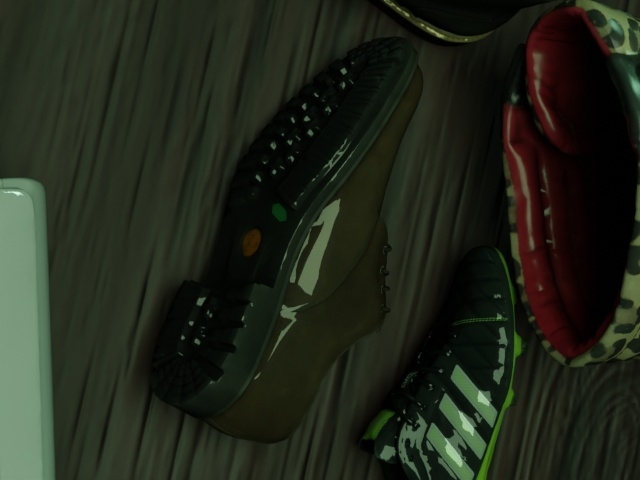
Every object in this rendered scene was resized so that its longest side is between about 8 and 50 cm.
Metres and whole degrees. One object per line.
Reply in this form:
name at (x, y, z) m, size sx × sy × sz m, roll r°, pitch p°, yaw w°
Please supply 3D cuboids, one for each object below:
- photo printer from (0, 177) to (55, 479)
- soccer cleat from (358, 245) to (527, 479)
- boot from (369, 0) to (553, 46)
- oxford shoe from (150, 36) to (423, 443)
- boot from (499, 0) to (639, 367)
photo printer at (-0.248, 0.126, 0.883) m, size 0.256 × 0.107 × 0.307 m, roll -3°, pitch 91°, yaw -19°
soccer cleat at (0.063, 0.089, 1.016) m, size 0.072 × 0.060 × 0.179 m, roll 10°, pitch 89°, yaw -17°
boot at (0.031, -0.170, 0.966) m, size 0.198 × 0.137 × 0.077 m, roll 22°, pitch 82°, yaw -17°
oxford shoe at (0.000, 0.000, 0.995) m, size 0.096 × 0.083 × 0.227 m, roll 34°, pitch 79°, yaw -34°
boot at (0.245, -0.102, 1.022) m, size 0.284 × 0.138 × 0.377 m, roll -1°, pitch 96°, yaw -29°
